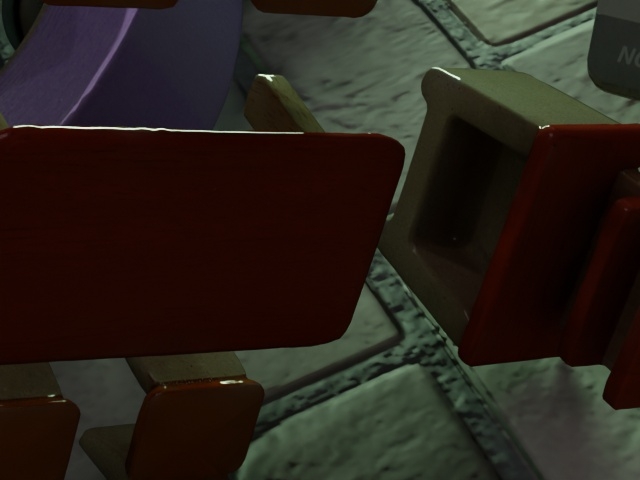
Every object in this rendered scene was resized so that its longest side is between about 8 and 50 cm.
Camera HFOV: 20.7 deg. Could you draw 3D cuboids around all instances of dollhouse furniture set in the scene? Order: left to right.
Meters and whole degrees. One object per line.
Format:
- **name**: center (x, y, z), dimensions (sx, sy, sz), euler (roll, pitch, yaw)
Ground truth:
- **dollhouse furniture set**: center (0.000, 0.000, 0.591), dimensions (0.259, 0.262, 0.135), euler (-2, 32, -34)

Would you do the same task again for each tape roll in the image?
- **tape roll**: center (-0.177, -0.100, 0.795), dimensions (0.274, 0.090, 0.275), euler (-9, 63, 18)

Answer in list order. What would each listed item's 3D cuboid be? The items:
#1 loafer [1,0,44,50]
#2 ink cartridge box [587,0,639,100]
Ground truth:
- **loafer**: center (-0.056, -0.179, 0.922), dimensions (0.084, 0.096, 0.267), euler (20, 50, 28)
- **ink cartridge box**: center (0.285, -0.163, 0.689), dimensions (0.309, 0.272, 0.130), euler (18, 20, 24)
